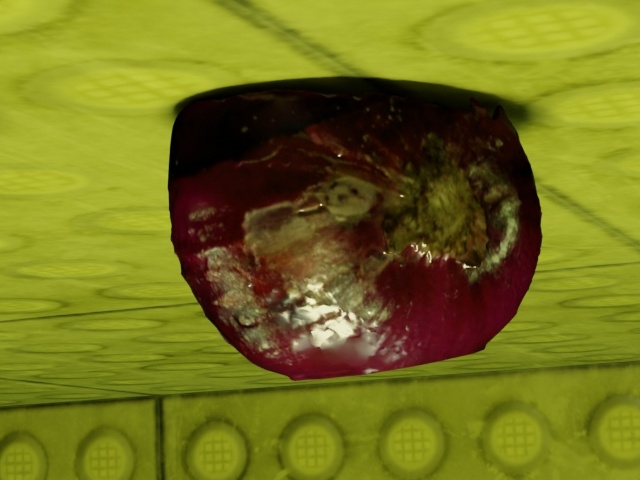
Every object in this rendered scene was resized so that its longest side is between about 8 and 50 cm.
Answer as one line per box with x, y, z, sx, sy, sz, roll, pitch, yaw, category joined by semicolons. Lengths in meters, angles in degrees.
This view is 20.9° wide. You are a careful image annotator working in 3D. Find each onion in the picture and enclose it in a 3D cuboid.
0.000;0.000;0.900;0.195;0.140;0.218;-5;177;-33;onion
